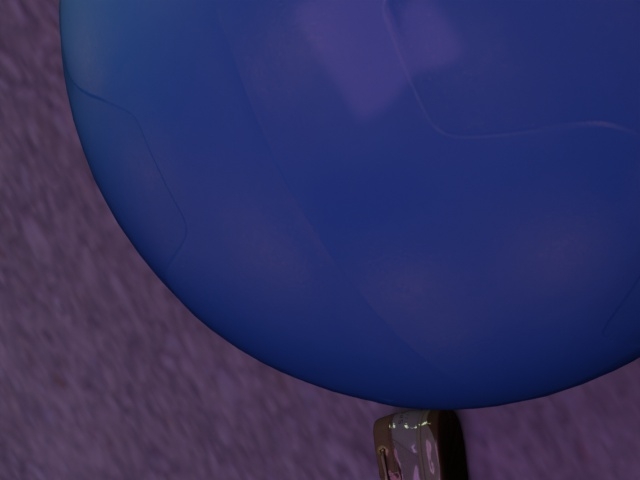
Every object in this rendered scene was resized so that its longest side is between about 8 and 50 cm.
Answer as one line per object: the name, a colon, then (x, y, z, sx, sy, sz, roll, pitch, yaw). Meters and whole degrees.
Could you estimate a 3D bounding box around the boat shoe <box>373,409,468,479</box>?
boat shoe: (0.052, 0.152, 0.710, 0.045, 0.050, 0.135, -4, 89, 26)

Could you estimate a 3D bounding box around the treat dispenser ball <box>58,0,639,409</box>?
treat dispenser ball: (0.047, -0.080, 0.531, 0.288, 0.288, 0.288, 5, 102, 21)
